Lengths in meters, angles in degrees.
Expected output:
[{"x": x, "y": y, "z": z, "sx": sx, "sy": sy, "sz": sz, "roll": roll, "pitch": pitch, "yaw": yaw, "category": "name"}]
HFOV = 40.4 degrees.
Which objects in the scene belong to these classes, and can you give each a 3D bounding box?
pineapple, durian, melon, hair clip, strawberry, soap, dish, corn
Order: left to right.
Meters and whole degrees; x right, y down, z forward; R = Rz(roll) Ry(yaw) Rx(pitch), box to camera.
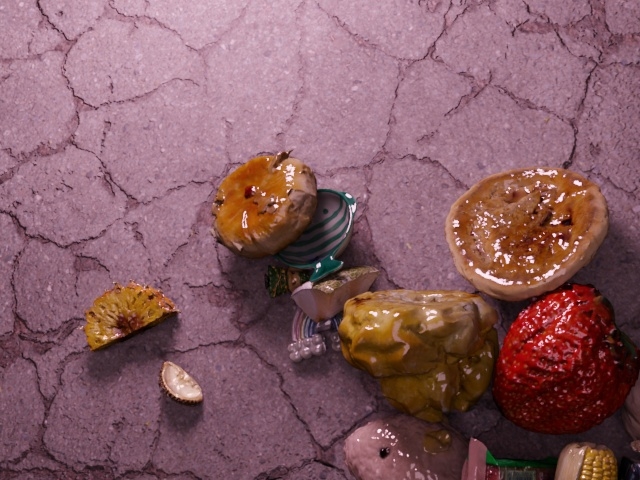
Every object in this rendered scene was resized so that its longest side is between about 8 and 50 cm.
[{"x": -0.443, "y": 0.150, "z": 1.967, "sx": 0.233, "sy": 0.079, "sz": 0.135, "roll": -23, "pitch": 76, "yaw": 6, "category": "pineapple"}, {"x": -0.318, "y": 0.324, "z": 1.930, "sx": 0.130, "sy": 0.052, "sz": 0.066, "roll": 42, "pitch": 88, "yaw": 14, "category": "durian"}, {"x": 0.000, "y": 0.000, "z": 1.884, "sx": 0.224, "sy": 0.078, "sz": 0.246, "roll": -28, "pitch": 48, "yaw": 12, "category": "dish"}, {"x": 0.026, "y": 0.177, "z": 1.897, "sx": 0.220, "sy": 0.054, "sz": 0.140, "roll": -14, "pitch": 79, "yaw": 13, "category": "hair clip"}, {"x": 0.033, "y": 0.108, "z": 1.829, "sx": 0.202, "sy": 0.139, "sz": 0.093, "roll": -22, "pitch": 85, "yaw": 5, "category": "melon"}, {"x": 0.381, "y": 0.496, "z": 1.668, "sx": 0.098, "sy": 0.273, "sz": 0.218, "roll": 1, "pitch": 80, "yaw": 49, "category": "soap"}, {"x": 0.453, "y": 0.234, "z": 1.666, "sx": 0.288, "sy": 0.238, "sz": 0.250, "roll": -34, "pitch": 41, "yaw": 7, "category": "strawberry"}, {"x": 0.479, "y": 0.529, "z": 1.621, "sx": 0.122, "sy": 0.123, "sz": 0.306, "roll": 12, "pitch": 84, "yaw": 13, "category": "corn"}]

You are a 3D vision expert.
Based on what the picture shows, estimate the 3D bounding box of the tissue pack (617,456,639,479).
[{"x": 0.652, "y": 0.633, "z": 1.605, "sx": 0.264, "sy": 0.253, "sz": 0.417, "roll": 15, "pitch": 83, "yaw": 12, "category": "tissue pack"}]

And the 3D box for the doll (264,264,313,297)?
[{"x": -0.072, "y": 0.091, "z": 1.929, "sx": 0.113, "sy": 0.076, "sz": 0.078, "roll": 1, "pitch": 70, "yaw": -23, "category": "doll"}]

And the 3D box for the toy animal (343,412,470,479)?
[{"x": 0.223, "y": 0.487, "z": 1.737, "sx": 0.226, "sy": 0.188, "sz": 0.358, "roll": -43, "pitch": 83, "yaw": 1, "category": "toy animal"}]

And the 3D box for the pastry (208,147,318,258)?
[{"x": -0.123, "y": -0.080, "z": 1.884, "sx": 0.235, "sy": 0.121, "sz": 0.257, "roll": 6, "pitch": 64, "yaw": 39, "category": "pastry"}]

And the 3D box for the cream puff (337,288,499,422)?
[{"x": 0.195, "y": 0.231, "z": 1.724, "sx": 0.291, "sy": 0.324, "sz": 0.257, "roll": -3, "pitch": 95, "yaw": 34, "category": "cream puff"}]

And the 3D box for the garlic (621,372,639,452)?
[{"x": 0.656, "y": 0.349, "z": 1.652, "sx": 0.218, "sy": 0.219, "sz": 0.212, "roll": 43, "pitch": 49, "yaw": 13, "category": "garlic"}]

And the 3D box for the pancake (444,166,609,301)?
[{"x": 0.413, "y": -0.033, "z": 1.762, "sx": 0.355, "sy": 0.065, "sz": 0.356, "roll": -15, "pitch": 40, "yaw": 13, "category": "pancake"}]
